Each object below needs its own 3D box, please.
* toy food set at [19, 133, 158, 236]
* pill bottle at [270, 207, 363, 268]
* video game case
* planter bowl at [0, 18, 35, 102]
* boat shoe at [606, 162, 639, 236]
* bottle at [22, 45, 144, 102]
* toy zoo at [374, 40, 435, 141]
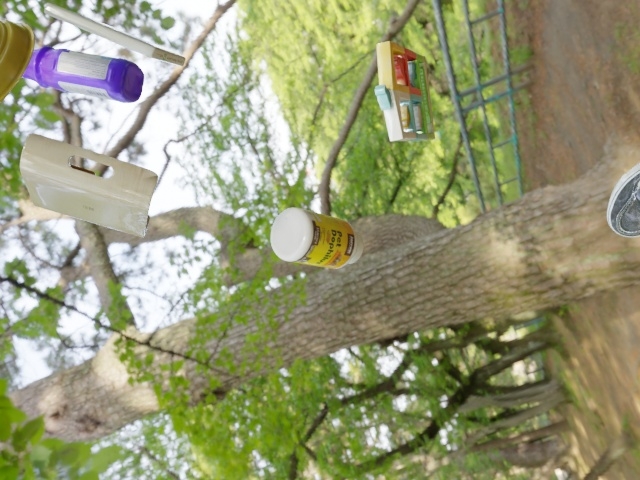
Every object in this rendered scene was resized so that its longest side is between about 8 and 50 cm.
[{"bbox_3d":[-0.423,-0.102,1.204,0.306,0.220,0.092,142,143,-68],"label":"toy food set"},{"bbox_3d":[0.000,0.000,1.425,0.215,0.117,0.117,11,-127,-49],"label":"pill bottle"},{"bbox_3d":[-0.385,-0.392,1.232,0.213,0.023,0.193,23,-168,0],"label":"video game case"},{"bbox_3d":[-0.585,-0.301,1.053,0.090,0.217,0.217,44,-155,-52],"label":"planter bowl"},{"bbox_3d":[0.542,-0.073,0.991,0.108,0.102,0.301,33,150,2],"label":"boat shoe"},{"bbox_3d":[-0.538,-0.370,1.411,0.118,0.283,0.092,-4,-74,-79],"label":"bottle"},{"bbox_3d":[0.176,-0.302,1.331,0.293,0.030,0.192,-16,-81,-64],"label":"toy zoo"}]
